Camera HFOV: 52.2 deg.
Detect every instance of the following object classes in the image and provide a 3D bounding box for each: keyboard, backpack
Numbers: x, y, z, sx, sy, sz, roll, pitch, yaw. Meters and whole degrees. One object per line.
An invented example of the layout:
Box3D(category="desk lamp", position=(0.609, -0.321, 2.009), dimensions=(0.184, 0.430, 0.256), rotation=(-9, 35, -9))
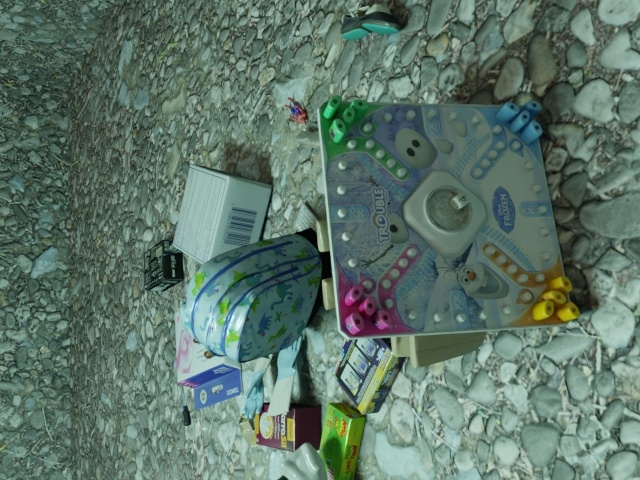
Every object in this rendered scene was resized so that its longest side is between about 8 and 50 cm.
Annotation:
Box3D(category="keyboard", position=(0.000, 0.000, 1.637), dimensions=(0.256, 0.014, 0.072), rotation=(51, 125, 46))
Box3D(category="backpack", position=(-0.150, 0.138, 1.527), dimensions=(0.273, 0.355, 0.290), rotation=(47, 125, 42))

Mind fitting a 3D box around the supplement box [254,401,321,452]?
Box3D(category="supplement box", position=(-0.084, 0.460, 1.625), dimensions=(0.188, 0.081, 0.104), rotation=(-13, 74, 53))

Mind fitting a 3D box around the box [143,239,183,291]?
Box3D(category="box", position=(-0.569, 0.093, 2.365), dimensions=(0.180, 0.077, 0.147), rotation=(-27, 63, 49))

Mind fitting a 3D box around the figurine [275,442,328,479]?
Box3D(category="figurine", position=(-0.005, 0.577, 1.441), dimensions=(0.209, 0.092, 0.215), rotation=(46, 143, 22))

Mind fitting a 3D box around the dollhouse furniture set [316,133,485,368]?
Box3D(category="dollhouse furniture set", position=(0.179, -0.021, 1.242), dimensions=(0.362, 0.256, 0.394), rotation=(-157, 58, -64))

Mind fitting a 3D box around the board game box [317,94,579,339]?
Box3D(category="board game box", position=(0.204, -0.050, 1.043), dimensions=(0.050, 0.390, 0.390), rotation=(128, 139, -70))

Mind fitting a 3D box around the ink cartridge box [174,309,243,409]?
Box3D(category="ink cartridge box", position=(-0.359, 0.342, 2.043), dimensions=(0.324, 0.071, 0.330), rotation=(-32, 59, 48))

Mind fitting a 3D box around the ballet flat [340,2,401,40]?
Box3D(category="ballet flat", position=(0.115, -0.509, 1.509), dimensions=(0.203, 0.074, 0.074), rotation=(16, 98, 57))

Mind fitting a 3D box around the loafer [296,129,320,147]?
Box3D(category="loafer", position=(-0.012, -0.257, 1.681), dimensions=(0.125, 0.039, 0.045), rotation=(18, 66, 51))

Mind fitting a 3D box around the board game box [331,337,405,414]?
Box3D(category="board game box", position=(0.104, 0.265, 1.422), dimensions=(0.141, 0.048, 0.170), rotation=(46, 121, 45))

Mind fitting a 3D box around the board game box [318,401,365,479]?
Box3D(category="board game box", position=(0.042, 0.470, 1.479), dimensions=(0.092, 0.043, 0.181), rotation=(18, 100, 54))

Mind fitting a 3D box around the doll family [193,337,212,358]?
Box3D(category="doll family", position=(-0.344, 0.264, 1.921), dimensions=(0.111, 0.076, 0.193), rotation=(-52, 51, 26))

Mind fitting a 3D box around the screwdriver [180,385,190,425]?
Box3D(category="screwdriver", position=(-0.459, 0.542, 2.192), dimensions=(0.025, 0.024, 0.170), rotation=(94, 161, -55))

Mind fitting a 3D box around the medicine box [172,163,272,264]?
Box3D(category="medicine box", position=(-0.299, -0.071, 1.941), dimensions=(0.289, 0.149, 0.263), rotation=(22, 100, 55))

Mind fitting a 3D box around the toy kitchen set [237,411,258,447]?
Box3D(category="toy kitchen set", position=(-0.172, 0.508, 1.793), dimensions=(0.068, 0.075, 0.083), rotation=(-16, 107, 15))

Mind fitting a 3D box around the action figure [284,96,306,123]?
Box3D(category="action figure", position=(-0.067, -0.348, 1.774), dimensions=(0.038, 0.030, 0.115), rotation=(-59, 44, 23))

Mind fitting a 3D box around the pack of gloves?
Box3D(category="pack of gloves", position=(-0.133, 0.335, 1.666), dimensions=(0.195, 0.046, 0.232), rotation=(-29, 39, 43))
